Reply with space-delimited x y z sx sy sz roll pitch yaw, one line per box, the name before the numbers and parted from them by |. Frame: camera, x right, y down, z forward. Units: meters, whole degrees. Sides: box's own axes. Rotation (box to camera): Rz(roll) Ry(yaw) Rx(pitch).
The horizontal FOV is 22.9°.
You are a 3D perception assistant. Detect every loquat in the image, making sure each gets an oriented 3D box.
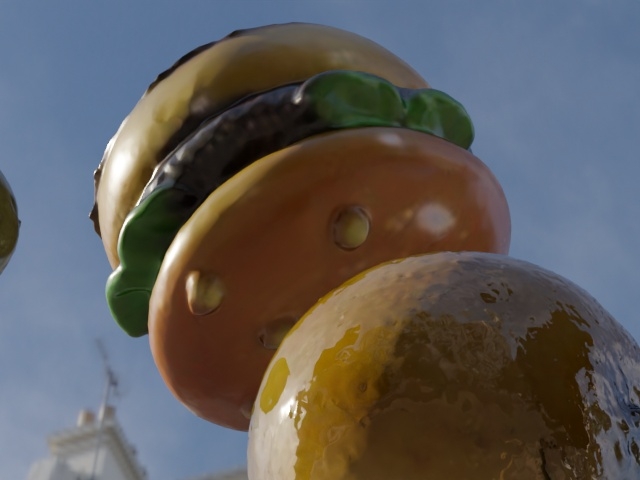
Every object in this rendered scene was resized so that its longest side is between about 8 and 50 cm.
loquat | 0.084 0.134 0.898 0.263 0.263 0.263 0 -56 0

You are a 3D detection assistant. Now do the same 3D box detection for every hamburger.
hamburger | 0.000 0.000 1.538 0.395 0.277 0.396 -16 -44 -16

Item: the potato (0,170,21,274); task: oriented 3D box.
potato | -0.401 -0.032 1.336 0.307 0.173 0.210 18 -29 -29
